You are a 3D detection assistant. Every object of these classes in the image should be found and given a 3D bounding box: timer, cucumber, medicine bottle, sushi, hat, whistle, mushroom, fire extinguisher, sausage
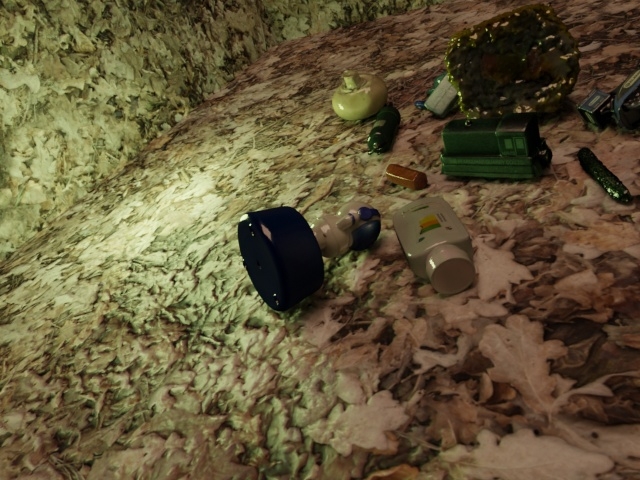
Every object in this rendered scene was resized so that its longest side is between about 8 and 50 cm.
[{"bbox_3d":[0.000,0.000,1.450,0.384,0.270,0.270,-22,29,-24],"label":"timer"},{"bbox_3d":[0.720,-0.166,1.377,0.044,0.043,0.256,-22,32,12],"label":"cucumber"},{"bbox_3d":[0.284,0.006,1.345,0.161,0.111,0.296,-20,33,7],"label":"medicine bottle"},{"bbox_3d":[0.619,-0.551,1.740,0.397,0.351,0.240,-16,16,20],"label":"sushi"},{"bbox_3d":[0.512,-0.644,2.187,0.191,0.077,0.138,13,45,44],"label":"hat"},{"bbox_3d":[0.533,-0.584,2.048,0.289,0.163,0.163,-53,30,12],"label":"whistle"},{"bbox_3d":[0.157,-0.619,2.273,0.246,0.202,0.246,-20,41,18],"label":"mushroom"},{"bbox_3d":[0.227,-0.387,1.986,0.118,0.093,0.294,-33,22,38],"label":"fire extinguisher"},{"bbox_3d":[0.263,-0.206,1.715,0.065,0.065,0.169,-35,33,-17],"label":"sausage"}]

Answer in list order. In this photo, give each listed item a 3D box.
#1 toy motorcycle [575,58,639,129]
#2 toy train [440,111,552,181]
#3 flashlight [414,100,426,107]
[{"bbox_3d":[0.924,-0.466,1.520,0.358,0.125,0.212,-46,34,10],"label":"toy motorcycle"},{"bbox_3d":[0.494,-0.275,1.559,0.330,0.178,0.138,8,45,39],"label":"toy train"},{"bbox_3d":[0.413,-0.536,2.135,0.121,0.057,0.035,27,96,58],"label":"flashlight"}]
